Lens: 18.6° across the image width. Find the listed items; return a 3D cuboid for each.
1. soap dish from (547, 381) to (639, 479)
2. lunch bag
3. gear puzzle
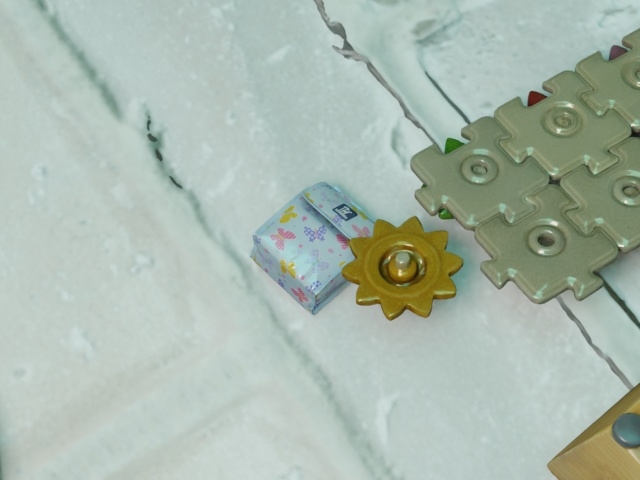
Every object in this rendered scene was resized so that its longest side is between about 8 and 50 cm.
[{"bbox_3d":[0.339,0.137,1.336,0.291,0.118,0.229,-39,70,-14],"label":"soap dish"},{"bbox_3d":[0.000,0.000,1.445,0.083,0.053,0.071,-39,73,-23],"label":"lunch bag"},{"bbox_3d":[0.168,-0.026,1.441,0.339,0.044,0.175,-30,60,-20],"label":"gear puzzle"}]
